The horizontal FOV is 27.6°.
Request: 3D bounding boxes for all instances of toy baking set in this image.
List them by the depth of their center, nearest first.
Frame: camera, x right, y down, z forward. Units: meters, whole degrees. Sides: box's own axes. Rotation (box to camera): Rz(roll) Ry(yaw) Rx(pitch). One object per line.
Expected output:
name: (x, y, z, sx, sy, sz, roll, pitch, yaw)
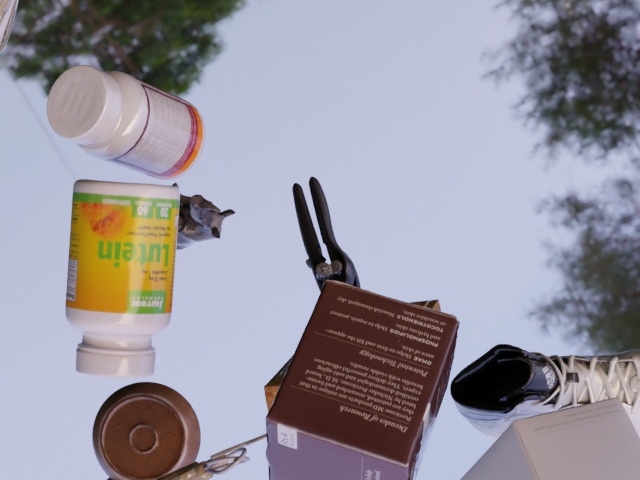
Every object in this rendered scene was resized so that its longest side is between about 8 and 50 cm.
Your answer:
toy baking set: (-0.171, 0.314, 1.716, 0.256, 0.030, 0.197, -23, 176, -16)

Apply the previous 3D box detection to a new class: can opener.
can opener: (0.000, 0.000, 1.741, 0.059, 0.186, 0.073, -23, 159, 1)

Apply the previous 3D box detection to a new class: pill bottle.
pill bottle: (-0.255, 0.048, 1.667, 0.136, 0.245, 0.136, 4, -178, 0)
pill bottle: (-0.263, -0.161, 1.776, 0.121, 0.121, 0.221, -19, 162, 25)

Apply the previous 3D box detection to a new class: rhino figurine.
rhino figurine: (-0.211, -0.037, 2.089, 0.073, 0.106, 0.243, -56, -159, -23)

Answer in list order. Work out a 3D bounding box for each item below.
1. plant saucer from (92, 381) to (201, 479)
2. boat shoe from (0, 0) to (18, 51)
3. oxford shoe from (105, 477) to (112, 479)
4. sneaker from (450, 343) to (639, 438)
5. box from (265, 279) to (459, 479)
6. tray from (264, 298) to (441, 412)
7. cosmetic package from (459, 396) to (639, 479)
plant saucer: (-0.267, 0.299, 1.977, 0.168, 0.168, 0.029, -28, 178, 3)
boat shoe: (-0.357, -0.316, 1.375, 0.113, 0.302, 0.103, 11, -153, -3)
oxford shoe: (-0.365, 0.474, 2.085, 0.141, 0.146, 0.397, 5, -177, -3)
sneaker: (0.426, 0.253, 2.122, 0.448, 0.169, 0.257, -7, 166, 19)
box: (0.049, 0.187, 1.512, 0.167, 0.168, 0.203, 16, -124, 10)
tray: (0.067, 0.195, 2.185, 0.203, 0.076, 0.411, -6, -169, 18)
cosmetic package: (0.321, 0.394, 1.942, 0.197, 0.155, 0.365, -7, 148, -26)
